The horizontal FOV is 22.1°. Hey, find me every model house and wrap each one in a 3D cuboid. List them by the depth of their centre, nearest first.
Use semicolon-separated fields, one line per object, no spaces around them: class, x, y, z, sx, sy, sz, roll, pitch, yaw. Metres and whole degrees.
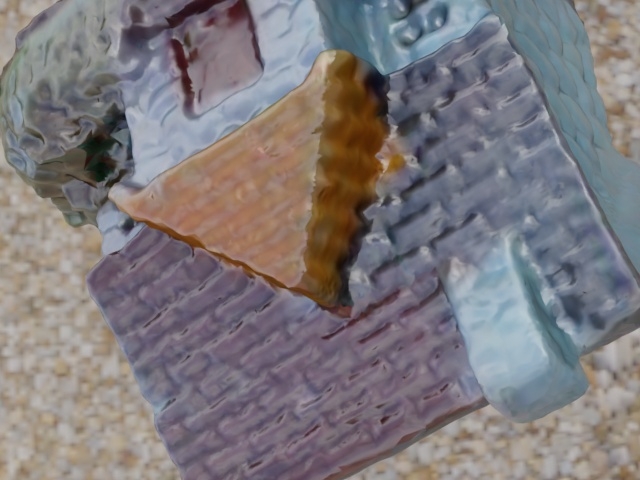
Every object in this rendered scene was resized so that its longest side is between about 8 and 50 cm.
model house;0.000;0.000;0.998;0.360;0.297;0.339;-30;49;20
